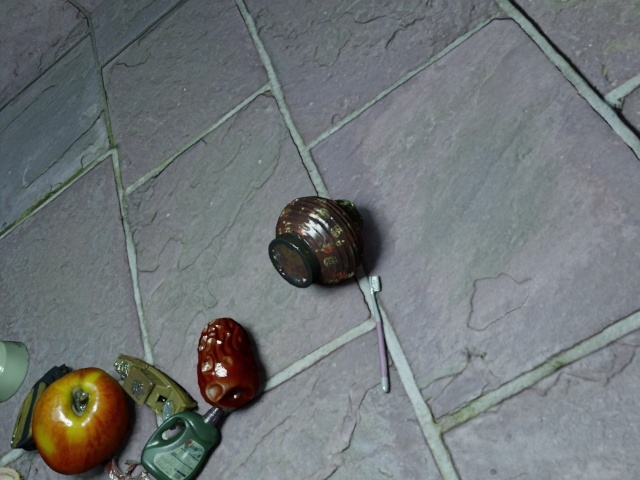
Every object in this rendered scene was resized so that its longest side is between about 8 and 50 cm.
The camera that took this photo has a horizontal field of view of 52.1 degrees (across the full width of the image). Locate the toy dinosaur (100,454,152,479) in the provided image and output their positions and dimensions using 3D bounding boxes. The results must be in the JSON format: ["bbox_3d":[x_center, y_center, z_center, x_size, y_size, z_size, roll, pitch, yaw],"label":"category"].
[{"bbox_3d":[-0.506,0.615,1.702,0.220,0.032,0.108,10,68,27],"label":"toy dinosaur"}]

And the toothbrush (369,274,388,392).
[{"bbox_3d":[0.137,0.207,1.498,0.025,0.020,0.286,-15,58,19],"label":"toothbrush"}]

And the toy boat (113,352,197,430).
[{"bbox_3d":[-0.454,0.388,1.733,0.321,0.121,0.089,26,88,40],"label":"toy boat"}]

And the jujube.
[{"bbox_3d":[-0.231,0.299,1.617,0.155,0.155,0.230,-30,43,17],"label":"jujube"}]

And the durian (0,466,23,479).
[{"bbox_3d":[-0.928,0.730,1.860,0.182,0.132,0.165,-9,69,26],"label":"durian"}]

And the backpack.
[{"bbox_3d":[-0.791,0.481,1.911,0.206,0.133,0.258,-30,46,28],"label":"backpack"}]

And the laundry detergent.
[{"bbox_3d":[-0.327,0.484,1.598,0.144,0.078,0.221,38,87,-1],"label":"laundry detergent"}]

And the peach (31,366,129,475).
[{"bbox_3d":[-0.627,0.474,1.726,0.238,0.281,0.281,6,61,-12],"label":"peach"}]

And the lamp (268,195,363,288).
[{"bbox_3d":[0.000,0.000,1.575,0.247,0.247,0.247,-16,58,27],"label":"lamp"}]

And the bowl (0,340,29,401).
[{"bbox_3d":[-1.066,0.416,2.135,0.211,0.112,0.211,-15,60,28],"label":"bowl"}]
